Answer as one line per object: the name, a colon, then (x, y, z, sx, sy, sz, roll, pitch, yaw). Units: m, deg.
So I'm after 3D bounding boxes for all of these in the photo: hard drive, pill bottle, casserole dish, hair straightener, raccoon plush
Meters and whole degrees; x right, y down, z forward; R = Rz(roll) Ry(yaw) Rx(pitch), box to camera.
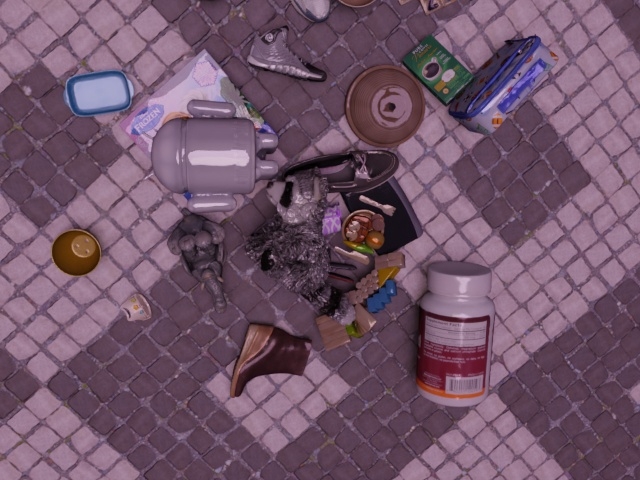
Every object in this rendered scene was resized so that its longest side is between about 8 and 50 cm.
hard drive: (0.181, -0.080, 1.914, 0.172, 0.054, 0.255, -28, 111, 11)
pill bottle: (0.405, 0.273, 1.953, 0.223, 0.224, 0.393, 0, 101, -7)
casserole dish: (-0.604, -0.403, 1.782, 0.188, 0.037, 0.114, -10, 103, -4)
hair straightener: (0.002, 0.057, 1.955, 0.230, 0.047, 0.089, 16, 99, -6)
raccoon plush: (0.000, 0.000, 1.805, 0.299, 0.216, 0.446, -50, 127, 4)

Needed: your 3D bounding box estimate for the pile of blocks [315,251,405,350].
pile of blocks: (0.148, 0.193, 1.953, 0.362, 0.112, 0.149, -47, 61, 6)

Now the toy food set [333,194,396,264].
toy food set: (0.127, -0.026, 1.876, 0.132, 0.038, 0.192, 22, 107, -9)

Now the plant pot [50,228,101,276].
plant pot: (-0.678, 0.025, 1.831, 0.134, 0.095, 0.134, -2, 102, -8)

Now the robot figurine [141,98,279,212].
robot figurine: (-0.287, -0.222, 1.707, 0.353, 0.200, 0.300, -1, 83, -8)

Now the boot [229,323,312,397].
boot: (-0.153, 0.386, 1.974, 0.206, 0.090, 0.249, 19, 95, -8)

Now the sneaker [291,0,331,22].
sneaker: (-0.046, -0.725, 1.741, 0.110, 0.122, 0.283, -22, 104, -2)

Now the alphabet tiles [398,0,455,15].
alphabet tiles: (0.303, -0.829, 1.821, 0.285, 0.011, 0.343, -27, 104, -1)

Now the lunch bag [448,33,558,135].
lunch bag: (0.507, -0.436, 1.809, 0.115, 0.243, 0.303, 39, 95, -13)

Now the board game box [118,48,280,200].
board game box: (-0.334, -0.307, 1.820, 0.318, 0.066, 0.318, -41, 103, 3)

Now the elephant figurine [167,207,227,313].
elephant figurine: (-0.334, 0.058, 1.860, 0.169, 0.186, 0.240, 7, 133, 25)

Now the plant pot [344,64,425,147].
plant pot: (0.193, -0.381, 1.850, 0.237, 0.110, 0.238, -2, 102, -8)

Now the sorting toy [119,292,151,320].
sorting toy: (-0.547, 0.201, 1.914, 0.075, 0.045, 0.083, -27, 104, 6)

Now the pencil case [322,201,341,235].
pencil case: (-0.034, -0.048, 1.899, 0.206, 0.088, 0.086, -14, 83, -3)

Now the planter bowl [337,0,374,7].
planter bowl: (0.087, -0.710, 1.766, 0.162, 0.109, 0.162, -2, 101, -10)

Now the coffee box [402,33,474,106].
coffee box: (0.334, -0.484, 1.849, 0.113, 0.040, 0.184, -45, 81, 3)

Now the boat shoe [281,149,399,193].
boat shoe: (0.053, -0.191, 1.825, 0.335, 0.095, 0.112, -10, 76, 13)

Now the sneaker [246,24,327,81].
sneaker: (-0.082, -0.523, 1.800, 0.228, 0.086, 0.132, 12, 98, -8)
